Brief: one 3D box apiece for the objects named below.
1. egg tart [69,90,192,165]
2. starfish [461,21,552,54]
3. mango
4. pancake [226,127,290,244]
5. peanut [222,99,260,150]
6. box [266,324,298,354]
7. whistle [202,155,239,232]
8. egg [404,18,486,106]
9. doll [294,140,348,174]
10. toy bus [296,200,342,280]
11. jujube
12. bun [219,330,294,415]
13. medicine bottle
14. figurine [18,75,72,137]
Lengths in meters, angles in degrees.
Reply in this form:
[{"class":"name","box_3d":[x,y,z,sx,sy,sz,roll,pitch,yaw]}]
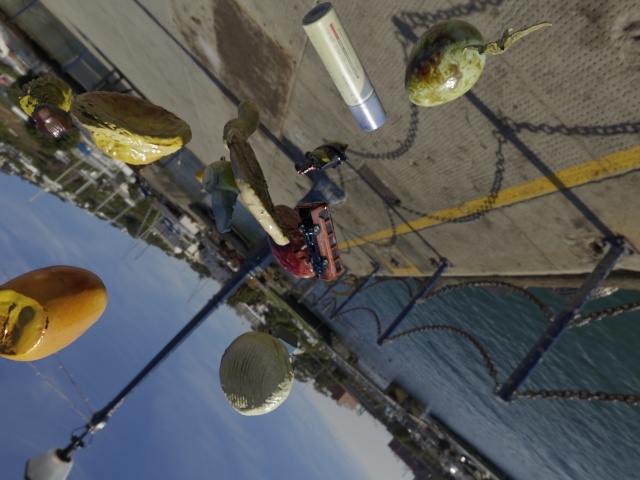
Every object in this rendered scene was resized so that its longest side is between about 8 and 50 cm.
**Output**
[{"class":"egg tart","box_3d":[-0.518,-0.302,1.187,0.318,0.128,0.319,22,-154,-11]},{"class":"starfish","box_3d":[0.453,-0.494,1.073,0.216,0.223,0.050,-12,120,42]},{"class":"mango","box_3d":[-0.531,0.136,0.893,0.137,0.188,0.257,16,-169,5]},{"class":"pancake","box_3d":[-0.178,-0.153,1.206,0.356,0.065,0.357,-21,-90,-90]},{"class":"peanut","box_3d":[-0.300,-0.440,1.654,0.098,0.230,0.103,4,148,46]},{"class":"box","box_3d":[-0.116,0.312,1.342,0.099,0.054,0.074,37,-151,-23]},{"class":"whistle","box_3d":[-0.262,-0.130,1.202,0.123,0.122,0.224,98,166,-77]},{"class":"egg","box_3d":[0.403,-0.579,1.431,0.238,0.238,0.289,45,125,-5]},{"class":"doll","box_3d":[0.003,-0.264,1.385,0.088,0.127,0.248,24,174,-30]},{"class":"toy bus","box_3d":[0.000,0.000,1.238,0.073,0.096,0.235,8,118,42]},{"class":"jujube","box_3d":[-0.096,0.003,1.583,0.290,0.197,0.197,54,172,14]},{"class":"bun","box_3d":[-0.160,0.349,1.161,0.220,0.221,0.134,39,-168,28]},{"class":"medicine bottle","box_3d":[0.048,-0.296,0.763,0.059,0.059,0.231,33,168,46]},{"class":"figurine","box_3d":[-1.002,-0.475,1.611,0.315,0.187,0.168,47,144,39]}]
